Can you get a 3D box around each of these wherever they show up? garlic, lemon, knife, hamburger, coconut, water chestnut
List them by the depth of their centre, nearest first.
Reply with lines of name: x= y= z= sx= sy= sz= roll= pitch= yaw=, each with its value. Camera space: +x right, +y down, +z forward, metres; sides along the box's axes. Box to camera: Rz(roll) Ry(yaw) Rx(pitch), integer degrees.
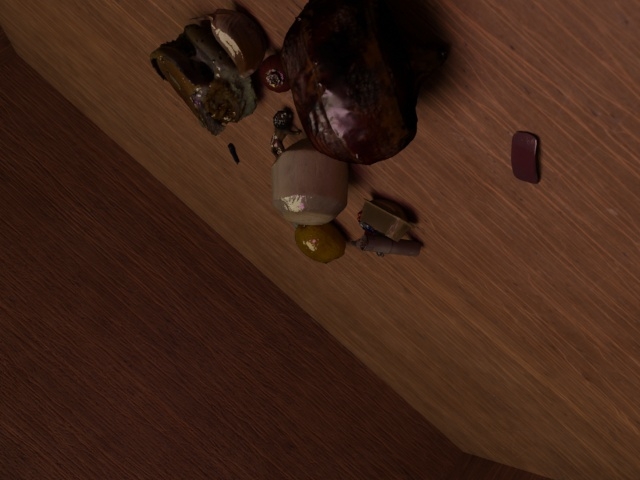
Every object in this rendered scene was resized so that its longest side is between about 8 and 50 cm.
water chestnut: x=0.094 y=-0.326 z=0.969 sx=0.302 sy=0.350 sz=0.350 roll=-16 pitch=133 yaw=16
garlic: x=-0.226 y=-0.530 z=1.285 sx=0.198 sy=0.128 sz=0.090 roll=48 pitch=158 yaw=-27
hamburger: x=-0.346 y=-0.481 z=1.462 sx=0.276 sy=0.195 sz=0.318 roll=50 pitch=174 yaw=9
coconut: x=-0.034 y=-0.186 z=1.513 sx=0.238 sy=0.265 sz=0.237 roll=0 pitch=173 yaw=0
lemon: x=0.000 y=0.000 z=1.923 sx=0.207 sy=0.170 sz=0.170 roll=42 pitch=161 yaw=-18
knife: x=-0.358 y=-0.358 z=2.051 sx=0.031 sy=0.018 sz=0.121 roll=33 pitch=160 yaw=27

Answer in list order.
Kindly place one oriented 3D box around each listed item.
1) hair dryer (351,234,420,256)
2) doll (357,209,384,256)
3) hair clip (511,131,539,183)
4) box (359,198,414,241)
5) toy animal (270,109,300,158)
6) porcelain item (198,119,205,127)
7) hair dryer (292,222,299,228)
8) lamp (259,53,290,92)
hair dryer: x=0.191 y=0.020 z=1.633 sx=0.195 sy=0.053 sz=0.220 roll=7 pitch=175 yaw=-20
doll: x=0.181 y=-0.019 z=1.707 sx=0.104 sy=0.062 sz=0.194 roll=-2 pitch=127 yaw=38
hair clip: x=0.421 y=-0.164 z=1.017 sx=0.054 sy=0.022 sz=0.137 roll=29 pitch=157 yaw=39
box: x=0.201 y=-0.071 z=1.515 sx=0.177 sy=0.111 sz=0.111 roll=32 pitch=158 yaw=35
toy animal: x=-0.117 y=-0.326 z=1.575 sx=0.069 sy=0.086 sz=0.219 roll=54 pitch=147 yaw=37
porcelain item: x=-0.452 y=-0.512 z=1.847 sx=0.084 sy=0.054 sz=0.213 roll=31 pitch=158 yaw=20
hair dryer: x=-0.052 y=-0.001 z=2.168 sx=0.229 sy=0.092 sz=0.267 roll=53 pitch=168 yaw=-9
lamp: x=-0.112 y=-0.443 z=1.316 sx=0.101 sy=0.090 sz=0.101 roll=7 pitch=125 yaw=10
